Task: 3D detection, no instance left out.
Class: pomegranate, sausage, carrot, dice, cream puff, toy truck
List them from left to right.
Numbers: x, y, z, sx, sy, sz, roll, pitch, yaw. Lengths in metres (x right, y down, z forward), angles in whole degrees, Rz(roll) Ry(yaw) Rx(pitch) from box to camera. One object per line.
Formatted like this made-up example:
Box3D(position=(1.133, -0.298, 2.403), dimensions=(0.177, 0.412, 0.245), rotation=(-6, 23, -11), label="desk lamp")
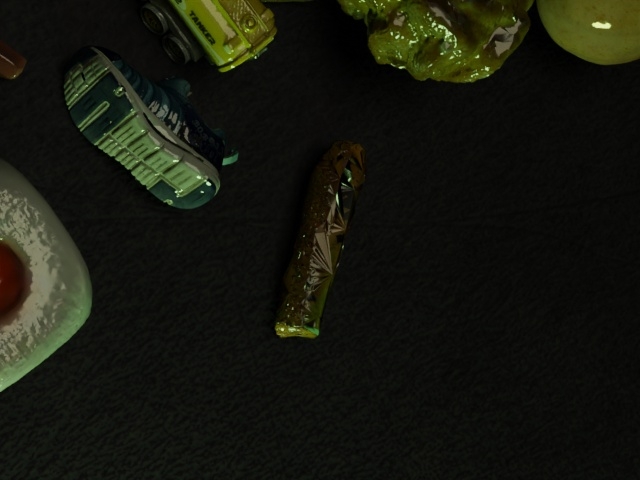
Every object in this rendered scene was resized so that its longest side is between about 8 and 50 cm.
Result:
Box3D(position=(-0.343, 0.041, 1.486), dimensions=(0.194, 0.192, 0.193), rotation=(-41, 105, -27), label="dice")
Box3D(position=(-0.359, -0.213, 1.585), dimensions=(0.147, 0.035, 0.030), rotation=(39, 72, -20), label="sausage")
Box3D(position=(-0.143, -0.284, 1.671), dimensions=(0.098, 0.114, 0.227), rotation=(-44, 107, -25), label="toy truck")
Box3D(position=(0.000, 0.000, 1.764), dimensions=(0.069, 0.069, 0.228), rotation=(21, 77, -27), label="carrot")
Box3D(position=(0.127, -0.289, 1.782), dimensions=(0.244, 0.196, 0.244), rotation=(3, 84, -33), label="cream puff")
Box3D(position=(0.355, -0.315, 1.912), dimensions=(0.207, 0.207, 0.207), rotation=(3, 85, -30), label="pomegranate")

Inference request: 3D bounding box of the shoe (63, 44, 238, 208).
Box3D(position=(-0.178, -0.129, 1.665), dimensions=(0.207, 0.091, 0.106), rotation=(42, 45, -16), label="shoe")
